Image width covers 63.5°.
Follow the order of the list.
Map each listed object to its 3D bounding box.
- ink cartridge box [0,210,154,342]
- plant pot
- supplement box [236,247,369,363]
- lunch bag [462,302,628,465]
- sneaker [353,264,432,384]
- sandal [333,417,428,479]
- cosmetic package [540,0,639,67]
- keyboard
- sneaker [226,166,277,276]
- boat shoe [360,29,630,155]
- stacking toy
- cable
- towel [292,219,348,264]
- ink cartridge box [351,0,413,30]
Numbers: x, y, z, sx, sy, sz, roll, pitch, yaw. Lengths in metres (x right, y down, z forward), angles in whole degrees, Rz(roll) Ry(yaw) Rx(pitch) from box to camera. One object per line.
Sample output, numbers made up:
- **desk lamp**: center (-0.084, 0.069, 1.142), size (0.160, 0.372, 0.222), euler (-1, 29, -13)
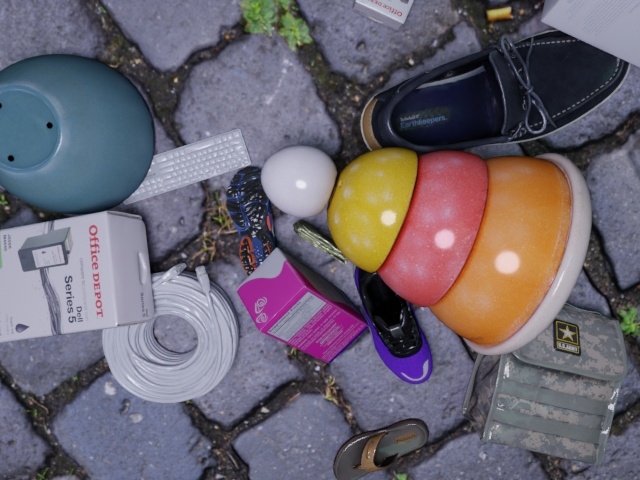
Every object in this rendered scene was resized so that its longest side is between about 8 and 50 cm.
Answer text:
- **ink cartridge box**: center (-0.454, 0.067, 0.918), size (0.273, 0.115, 0.198), euler (-9, 84, 12)
- **plant pot**: center (-0.456, -0.180, 0.874), size (0.291, 0.195, 0.289), euler (0, 98, 0)
- **supplement box**: center (-0.028, 0.123, 0.937), size (0.114, 0.111, 0.220), euler (-44, 137, 6)
- **lunch bag**: center (0.439, 0.255, 1.009), size (0.236, 0.169, 0.286), euler (13, 92, -1)
- **sneaker**: center (0.139, 0.165, 0.988), size (0.102, 0.146, 0.293), euler (-24, 100, 2)
- **sandal**: center (0.127, 0.446, 1.082), size (0.220, 0.060, 0.089), euler (-21, 100, 2)
- **cosmetic package**: center (0.516, -0.439, 0.855), size (0.225, 0.138, 0.223), euler (22, 68, -5)
- **keyboard**: center (-0.264, -0.140, 0.986), size (0.256, 0.014, 0.072), euler (-18, 100, 1)
- **sneaker**: center (-0.125, -0.031, 0.980), size (0.083, 0.087, 0.221), euler (-7, 83, 2)
- **boat shoe**: center (0.320, -0.256, 0.917), size (0.501, 0.156, 0.186), euler (-15, 99, -1)
- **stacking toy**: center (0.136, -0.042, 0.841), size (0.481, 0.350, 0.350), euler (19, 99, -7)
- **cable**: center (-0.288, 0.184, 1.007), size (0.257, 0.089, 0.256), euler (-23, 100, 3)
- **towel**: center (0.000, 0.000, 0.953), size (0.110, 0.148, 0.027), euler (34, 91, -8)
- **ink cartridge box**: center (0.127, -0.461, 0.920), size (0.099, 0.056, 0.135), euler (21, 98, -7)
